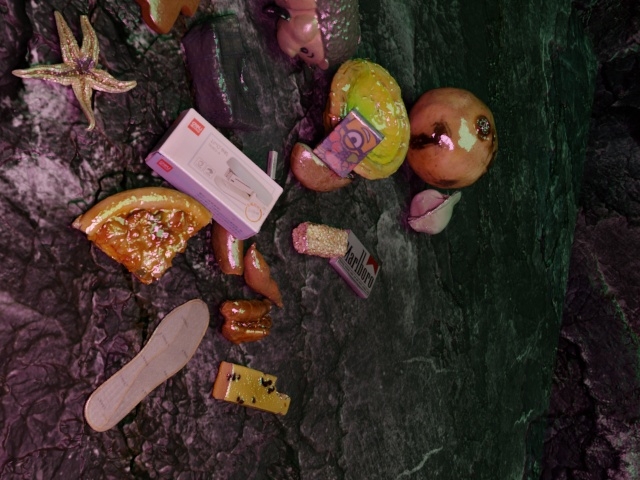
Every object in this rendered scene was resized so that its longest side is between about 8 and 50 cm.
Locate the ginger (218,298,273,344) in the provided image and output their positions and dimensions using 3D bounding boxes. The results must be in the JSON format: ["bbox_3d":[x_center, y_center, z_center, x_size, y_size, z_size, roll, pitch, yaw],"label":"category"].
[{"bbox_3d":[-0.159,0.183,1.470,0.162,0.073,0.103,2,88,-52],"label":"ginger"}]

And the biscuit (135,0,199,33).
[{"bbox_3d":[-0.308,-0.587,1.339,0.301,0.043,0.278,-40,119,-44],"label":"biscuit"}]

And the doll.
[{"bbox_3d":[-0.022,-0.586,1.566,0.247,0.247,0.350,-50,132,-39],"label":"doll"}]

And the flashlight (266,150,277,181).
[{"bbox_3d":[-0.119,-0.175,1.576,0.018,0.018,0.083,17,75,-49],"label":"flashlight"}]

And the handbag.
[{"bbox_3d":[-0.204,-0.367,1.440,0.175,0.088,0.271,-30,112,-57],"label":"handbag"}]

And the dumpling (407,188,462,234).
[{"bbox_3d":[0.375,-0.107,2.073,0.247,0.172,0.142,-23,79,-53],"label":"dumpling"}]

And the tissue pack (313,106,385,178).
[{"bbox_3d":[0.070,-0.240,1.602,0.108,0.148,0.060,42,26,-10],"label":"tissue pack"}]

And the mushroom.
[{"bbox_3d":[-0.003,-0.172,1.666,0.209,0.094,0.072,30,28,-44],"label":"mushroom"}]

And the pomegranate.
[{"bbox_3d":[0.402,-0.320,2.030,0.322,0.322,0.323,3,87,-51],"label":"pomegranate"}]

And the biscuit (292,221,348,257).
[{"bbox_3d":[0.000,0.000,1.678,0.168,0.070,0.082,10,74,-49],"label":"biscuit"}]

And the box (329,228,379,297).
[{"bbox_3d":[0.096,0.066,1.820,0.177,0.035,0.115,50,52,-37],"label":"box"}]

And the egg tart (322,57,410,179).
[{"bbox_3d":[0.109,-0.327,1.773,0.345,0.132,0.346,2,88,-50],"label":"egg tart"}]

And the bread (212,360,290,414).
[{"bbox_3d":[-0.149,0.344,1.496,0.226,0.049,0.088,30,66,-47],"label":"bread"}]

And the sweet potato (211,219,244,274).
[{"bbox_3d":[-0.205,-0.044,1.430,0.077,0.077,0.244,7,77,-51],"label":"sweet potato"}]

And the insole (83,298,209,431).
[{"bbox_3d":[-0.334,0.242,1.302,0.348,0.009,0.119,-45,123,-42],"label":"insole"}]

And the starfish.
[{"bbox_3d":[-0.438,-0.303,1.163,0.216,0.050,0.224,-7,82,-45],"label":"starfish"}]

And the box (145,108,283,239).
[{"bbox_3d":[-0.218,-0.133,1.346,0.269,0.079,0.135,41,57,-20],"label":"box"}]

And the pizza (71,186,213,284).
[{"bbox_3d":[-0.332,-0.005,1.251,0.292,0.058,0.197,-2,102,-41],"label":"pizza"}]

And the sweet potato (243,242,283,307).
[{"bbox_3d":[-0.138,0.098,1.513,0.068,0.068,0.226,-59,144,-34],"label":"sweet potato"}]
